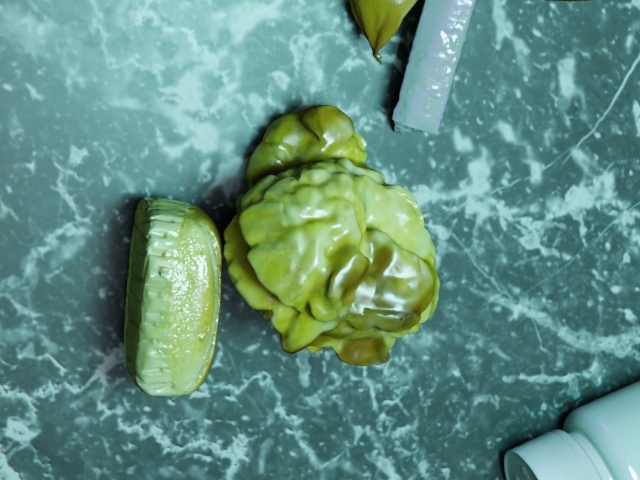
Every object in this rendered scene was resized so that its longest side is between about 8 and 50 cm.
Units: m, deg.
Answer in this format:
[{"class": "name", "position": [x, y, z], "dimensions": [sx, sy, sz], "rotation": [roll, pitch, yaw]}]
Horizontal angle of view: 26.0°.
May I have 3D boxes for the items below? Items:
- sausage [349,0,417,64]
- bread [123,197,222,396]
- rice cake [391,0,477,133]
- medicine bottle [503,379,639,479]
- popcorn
[{"class": "sausage", "position": [0.094, -0.377, 1.681], "dimensions": [0.112, 0.112, 0.328], "rotation": [10, 102, -21]}, {"class": "bread", "position": [-0.178, 0.069, 1.698], "dimensions": [0.106, 0.140, 0.236], "rotation": [2, 105, -16]}, {"class": "rice cake", "position": [0.160, -0.289, 1.715], "dimensions": [0.072, 0.056, 0.365], "rotation": [19, 112, 5]}, {"class": "medicine bottle", "position": [0.466, 0.304, 1.949], "dimensions": [0.378, 0.213, 0.214], "rotation": [-21, 111, -12]}, {"class": "popcorn", "position": [0.000, 0.000, 1.701], "dimensions": [0.265, 0.225, 0.332], "rotation": [-11, 83, -42]}]
